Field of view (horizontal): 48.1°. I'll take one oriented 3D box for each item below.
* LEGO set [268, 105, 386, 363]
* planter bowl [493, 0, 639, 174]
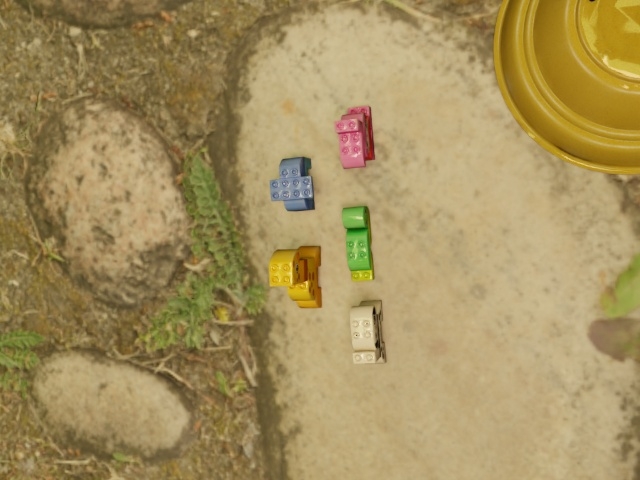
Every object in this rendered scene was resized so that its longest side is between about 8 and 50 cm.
[{"bbox_3d":[0.000,0.000,0.601,0.087,0.093,0.227,-4,91,15],"label":"LEGO set"},{"bbox_3d":[0.239,-0.160,0.534,0.217,0.090,0.217,0,91,15],"label":"planter bowl"}]
